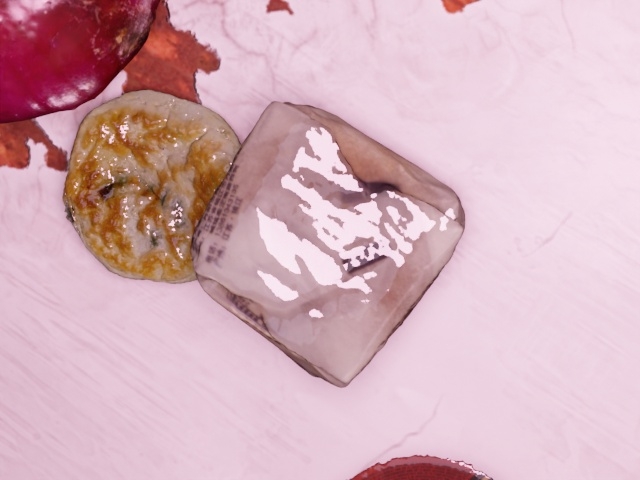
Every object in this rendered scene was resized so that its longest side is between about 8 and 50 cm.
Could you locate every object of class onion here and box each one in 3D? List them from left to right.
[{"bbox_3d":[-0.344,-0.283,1.443,0.348,0.385,0.347,0,94,3],"label":"onion"}]

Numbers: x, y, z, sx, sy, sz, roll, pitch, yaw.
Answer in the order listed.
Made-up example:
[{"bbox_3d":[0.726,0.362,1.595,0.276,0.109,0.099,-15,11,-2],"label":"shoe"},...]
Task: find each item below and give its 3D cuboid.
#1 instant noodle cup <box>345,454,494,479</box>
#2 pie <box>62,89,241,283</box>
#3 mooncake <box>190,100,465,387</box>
[{"bbox_3d":[0.128,0.354,1.530,0.274,0.091,0.274,3,99,18],"label":"instant noodle cup"},{"bbox_3d":[-0.190,-0.061,1.595,0.241,0.054,0.240,3,100,19],"label":"pie"},{"bbox_3d":[0.000,0.000,1.491,0.250,0.136,0.254,35,99,3],"label":"mooncake"}]
